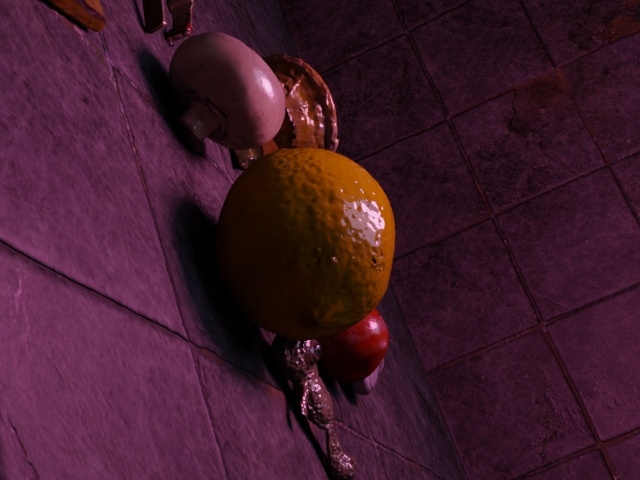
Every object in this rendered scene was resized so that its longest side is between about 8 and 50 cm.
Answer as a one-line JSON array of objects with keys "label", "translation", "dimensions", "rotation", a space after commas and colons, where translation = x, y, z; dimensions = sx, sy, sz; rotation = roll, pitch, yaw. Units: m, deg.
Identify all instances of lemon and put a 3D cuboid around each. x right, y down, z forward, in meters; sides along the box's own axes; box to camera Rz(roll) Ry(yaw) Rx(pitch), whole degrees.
[{"label": "lemon", "translation": [-0.024, 0.002, 1.562], "dimensions": [0.336, 0.336, 0.336], "rotation": [-24, 90, -81]}]

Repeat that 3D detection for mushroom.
[{"label": "mushroom", "translation": [-0.183, -0.260, 1.741], "dimensions": [0.246, 0.202, 0.246], "rotation": [29, -26, 16]}]

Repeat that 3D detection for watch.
[{"label": "watch", "translation": [-0.311, -0.481, 1.908], "dimensions": [0.165, 0.102, 0.268], "rotation": [55, 22, -56]}]

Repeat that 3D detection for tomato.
[{"label": "tomato", "translation": [0.052, 0.209, 1.998], "dimensions": [0.187, 0.151, 0.187], "rotation": [35, -38, 33]}]

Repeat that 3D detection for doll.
[{"label": "doll", "translation": [-0.009, 0.287, 1.660], "dimensions": [0.202, 0.091, 0.286], "rotation": [15, 61, -64]}]

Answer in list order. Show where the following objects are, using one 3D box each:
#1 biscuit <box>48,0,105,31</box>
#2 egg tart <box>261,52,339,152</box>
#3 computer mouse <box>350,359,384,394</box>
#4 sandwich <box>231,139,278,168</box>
[{"label": "biscuit", "translation": [-0.387, -0.408, 1.392], "dimensions": [0.183, 0.039, 0.174], "rotation": [67, 11, 12]}, {"label": "egg tart", "translation": [-0.096, -0.281, 2.225], "dimensions": [0.120, 0.315, 0.315], "rotation": [-28, 94, -42]}, {"label": "computer mouse", "translation": [0.078, 0.205, 2.180], "dimensions": [0.184, 0.121, 0.297], "rotation": [81, -16, -72]}, {"label": "sandwich", "translation": [-0.154, -0.229, 2.112], "dimensions": [0.088, 0.090, 0.244], "rotation": [53, 15, -44]}]
